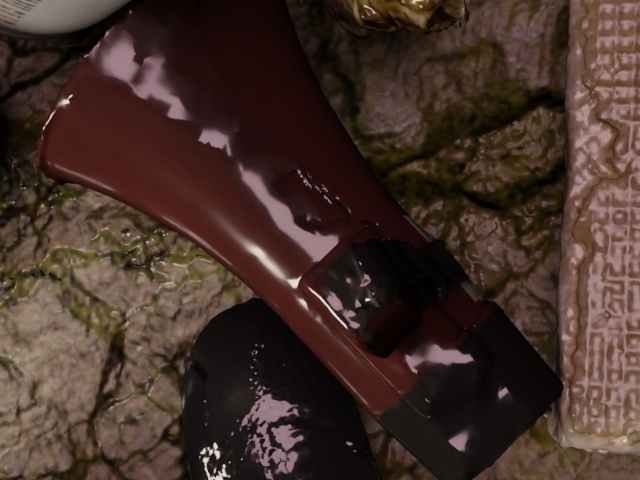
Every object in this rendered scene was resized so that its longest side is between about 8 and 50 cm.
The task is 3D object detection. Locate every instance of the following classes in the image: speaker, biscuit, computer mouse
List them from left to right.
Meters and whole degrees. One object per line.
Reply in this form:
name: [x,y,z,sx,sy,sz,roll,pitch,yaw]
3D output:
computer mouse: [-0.025,0.143,0.683,0.122,0.073,0.217,-18,83,6]
speaker: [0.008,-0.020,0.594,0.329,0.259,0.198,44,64,14]
biscuit: [0.223,-0.074,0.668,0.144,0.078,0.426,2,83,10]

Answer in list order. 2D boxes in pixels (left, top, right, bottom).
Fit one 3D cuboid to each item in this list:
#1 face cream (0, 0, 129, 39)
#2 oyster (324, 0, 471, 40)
face cream: [-0.175,-0.198,0.633,0.145,0.369,0.145,-2,94,-23]
oyster: [0.011,-0.200,0.533,0.111,0.396,0.204,-16,54,10]
